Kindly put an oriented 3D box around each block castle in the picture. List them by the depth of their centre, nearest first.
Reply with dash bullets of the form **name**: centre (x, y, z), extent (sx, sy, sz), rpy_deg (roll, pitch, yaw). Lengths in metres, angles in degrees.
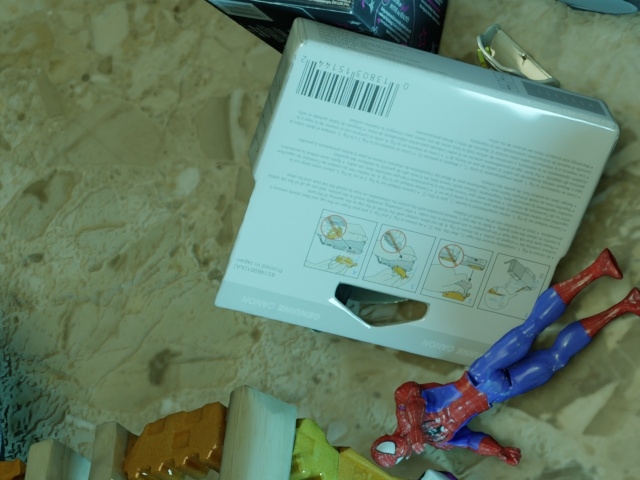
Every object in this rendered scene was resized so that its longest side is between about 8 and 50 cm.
- **block castle**: centre (-0.129, 0.307, 1.602), extent (0.453, 0.303, 0.213), rpy_deg (-18, 53, 35)

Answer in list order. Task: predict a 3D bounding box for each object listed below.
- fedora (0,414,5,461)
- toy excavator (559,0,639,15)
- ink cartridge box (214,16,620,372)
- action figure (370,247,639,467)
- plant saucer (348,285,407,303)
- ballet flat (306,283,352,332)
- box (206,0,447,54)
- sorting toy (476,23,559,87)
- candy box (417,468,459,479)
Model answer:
- **fedora**: centre (-0.426, 0.179, 1.866), extent (0.334, 0.152, 0.334), rpy_deg (-4, 79, 22)
- **toy excavator**: centre (0.214, -0.336, 1.495), extent (0.433, 0.445, 0.222), rpy_deg (9, 86, 55)
- **ink cartridge box**: centre (0.079, -0.034, 1.683), extent (0.296, 0.066, 0.261), rpy_deg (14, 114, -13)
- **action figure**: centre (0.163, 0.134, 1.668), extent (0.280, 0.139, 0.091), rpy_deg (-34, 115, 13)
- **plant saucer**: centre (0.062, -0.035, 1.783), extent (0.195, 0.037, 0.195), rpy_deg (-3, 81, 19)
- **ballet flat**: centre (0.000, 0.000, 1.764), extent (0.049, 0.057, 0.173), rpy_deg (-12, 74, 59)
- **box**: centre (0.009, -0.250, 1.718), extent (0.163, 0.247, 0.142), rpy_deg (11, 84, 21)
- **sorting toy**: centre (0.168, -0.162, 1.742), extent (0.045, 0.075, 0.083), rpy_deg (-47, 70, 8)
- **candy box**: centre (0.087, 0.343, 1.705), extent (0.159, 0.071, 0.233), rpy_deg (43, 98, 22)
